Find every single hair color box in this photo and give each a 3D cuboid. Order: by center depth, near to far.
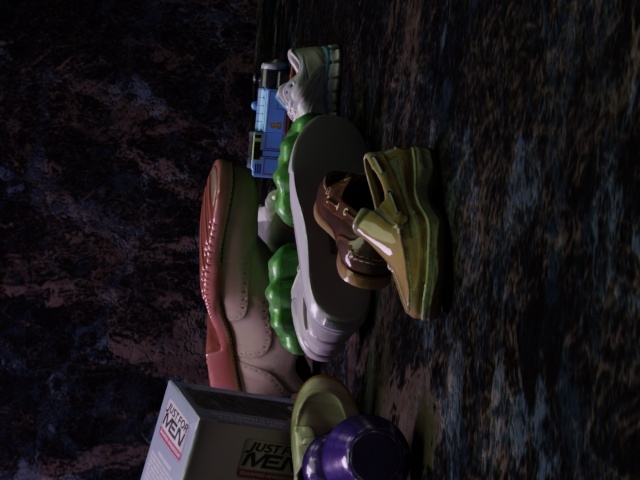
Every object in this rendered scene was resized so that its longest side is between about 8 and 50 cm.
[{"bbox_3d":[-0.109,0.349,1.807,0.113,0.185,0.375,41,116,62],"label":"hair color box"}]

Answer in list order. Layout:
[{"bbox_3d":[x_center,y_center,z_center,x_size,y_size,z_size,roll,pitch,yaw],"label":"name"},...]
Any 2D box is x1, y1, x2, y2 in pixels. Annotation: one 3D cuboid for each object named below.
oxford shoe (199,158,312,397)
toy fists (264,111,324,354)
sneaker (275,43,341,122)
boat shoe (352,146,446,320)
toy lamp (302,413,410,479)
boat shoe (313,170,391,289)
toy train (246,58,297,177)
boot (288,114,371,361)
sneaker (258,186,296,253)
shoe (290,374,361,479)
[{"bbox_3d":[-0.075,0.050,2.135,0.397,0.146,0.140,88,180,-48],"label":"oxford shoe"},{"bbox_3d":[-0.010,-0.007,1.971,0.142,0.096,0.279,-17,-67,-80],"label":"toy fists"},{"bbox_3d":[-0.018,-0.166,2.225,0.071,0.082,0.191,115,158,-68],"label":"sneaker"},{"bbox_3d":[0.062,-0.006,1.410,0.190,0.072,0.068,-94,10,-51],"label":"boat shoe"},{"bbox_3d":[0.030,0.197,1.534,0.275,0.080,0.080,132,142,-78],"label":"toy lamp"},{"bbox_3d":[0.041,-0.028,1.651,0.207,0.073,0.073,-115,31,-63],"label":"boat shoe"},{"bbox_3d":[-0.044,-0.165,2.343,0.080,0.105,0.184,-136,51,-82],"label":"toy train"},{"bbox_3d":[0.000,0.000,1.854,0.123,0.095,0.258,118,156,-58],"label":"boot"},{"bbox_3d":[-0.041,0.000,2.246,0.271,0.100,0.108,126,143,-78],"label":"sneaker"},{"bbox_3d":[0.011,0.243,1.696,0.058,0.076,0.219,-132,38,-84],"label":"shoe"}]
